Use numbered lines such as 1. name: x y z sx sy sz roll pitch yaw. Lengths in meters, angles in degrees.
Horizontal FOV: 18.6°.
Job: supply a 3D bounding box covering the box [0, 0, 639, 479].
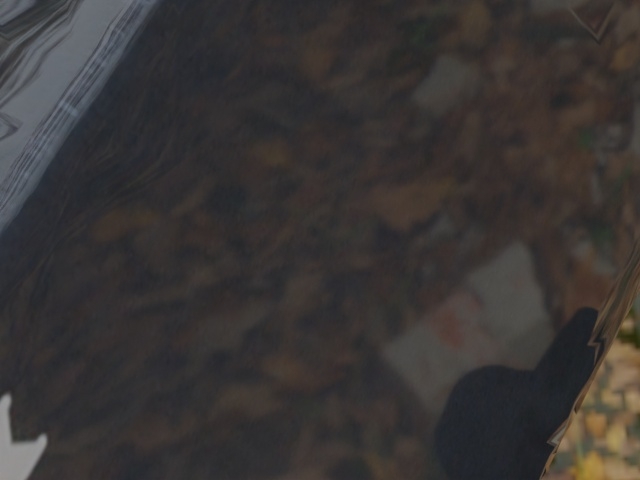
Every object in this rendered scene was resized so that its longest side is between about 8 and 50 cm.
1. box: -0.128 -0.120 0.640 0.472 0.297 0.480 17 65 31
